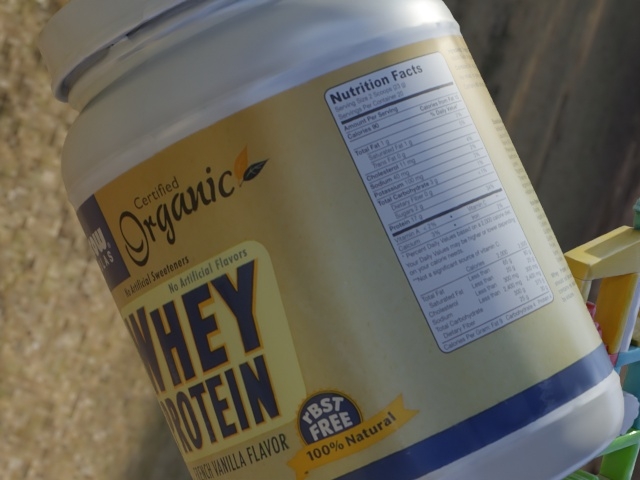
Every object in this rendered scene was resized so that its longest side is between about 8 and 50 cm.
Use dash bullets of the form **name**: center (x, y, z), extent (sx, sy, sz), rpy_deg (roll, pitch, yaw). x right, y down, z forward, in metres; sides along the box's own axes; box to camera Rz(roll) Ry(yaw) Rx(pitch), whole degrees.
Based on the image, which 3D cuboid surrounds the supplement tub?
- **supplement tub**: center (0.000, 0.000, 0.887), extent (0.316, 0.228, 0.228), rpy_deg (66, 13, 3)

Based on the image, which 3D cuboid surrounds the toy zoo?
- **toy zoo**: center (0.246, 0.103, 1.457), extent (0.192, 0.030, 0.293), rpy_deg (-7, 114, -50)
